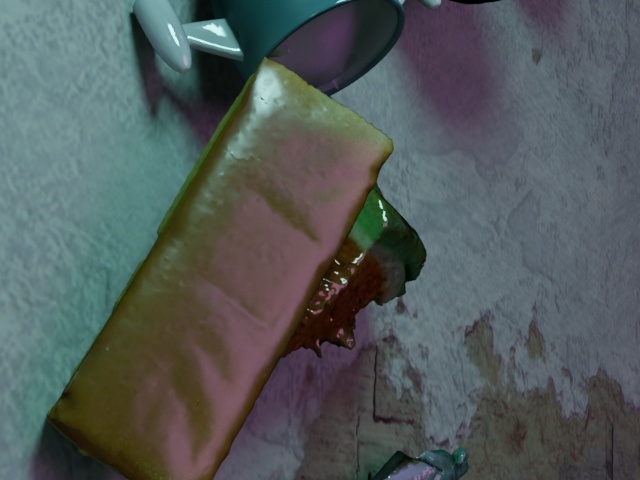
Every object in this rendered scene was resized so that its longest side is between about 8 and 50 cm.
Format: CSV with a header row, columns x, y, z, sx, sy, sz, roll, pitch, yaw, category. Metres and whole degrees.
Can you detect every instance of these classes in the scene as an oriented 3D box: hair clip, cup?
x,y,z,sx,sy,sz,roll,pitch,yaw,category
0.028,0.287,1.341,0.095,0.110,0.358,49,33,18,hair clip
-0.030,-0.237,1.204,0.299,0.167,0.173,-18,70,-26,cup

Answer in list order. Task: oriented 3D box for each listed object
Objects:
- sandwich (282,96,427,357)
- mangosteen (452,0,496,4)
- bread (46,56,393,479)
x,y,z,sx,sy,sz,roll,pitch,yaw,category
0.000,0.000,1.243,0.301,0.162,0.250,-53,126,-49,sandwich
0.170,-0.396,1.493,0.287,0.287,0.233,41,67,-48,mangosteen
-0.081,0.035,1.075,0.138,0.077,0.361,33,71,-12,bread
